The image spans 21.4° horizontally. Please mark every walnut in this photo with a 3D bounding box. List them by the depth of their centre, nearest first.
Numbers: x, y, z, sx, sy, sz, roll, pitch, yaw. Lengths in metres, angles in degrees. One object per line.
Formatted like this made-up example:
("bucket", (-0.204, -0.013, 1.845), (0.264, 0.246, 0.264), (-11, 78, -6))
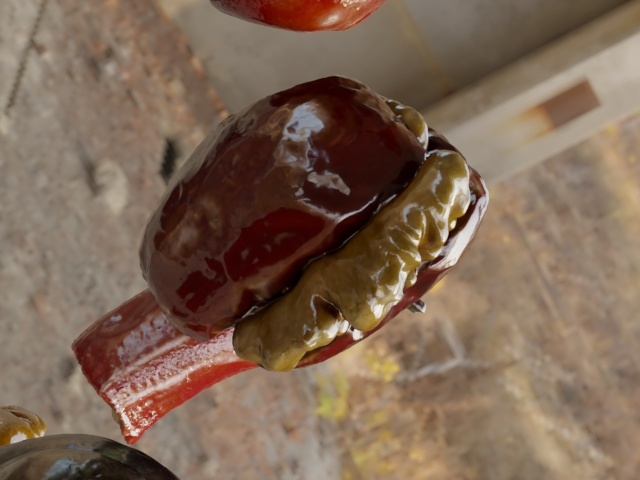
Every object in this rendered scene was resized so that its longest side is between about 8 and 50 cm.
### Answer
("walnut", (0.000, 0.000, 1.396), (0.221, 0.269, 0.244), (36, 13, -44))

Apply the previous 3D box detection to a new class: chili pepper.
("chili pepper", (-0.079, 0.069, 1.710), (0.131, 0.338, 0.134), (58, -7, 43))

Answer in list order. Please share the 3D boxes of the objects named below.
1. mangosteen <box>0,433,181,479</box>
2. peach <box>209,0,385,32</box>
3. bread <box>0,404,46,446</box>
("mangosteen", (-0.169, 0.218, 0.972), (0.289, 0.231, 0.231), (47, 20, -67))
("peach", (-0.013, -0.288, 1.408), (0.190, 0.196, 0.226), (-11, 113, -57))
("bread", (-0.282, 0.186, 1.253), (0.245, 0.102, 0.094), (-46, 144, -69))
